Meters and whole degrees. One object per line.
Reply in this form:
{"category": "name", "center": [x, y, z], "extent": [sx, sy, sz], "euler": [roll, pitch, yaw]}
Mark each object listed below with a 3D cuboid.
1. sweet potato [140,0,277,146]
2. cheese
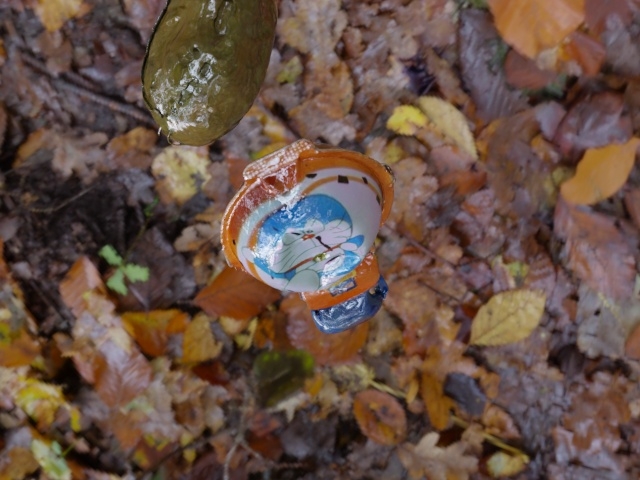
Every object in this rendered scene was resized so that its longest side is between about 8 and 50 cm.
{"category": "sweet potato", "center": [-0.042, -0.162, 0.539], "extent": [0.081, 0.062, 0.233], "euler": [21, 87, 45]}
{"category": "cheese", "center": [0.000, 0.000, 1.086], "extent": [0.216, 0.129, 0.329], "euler": [-24, 140, 1]}
